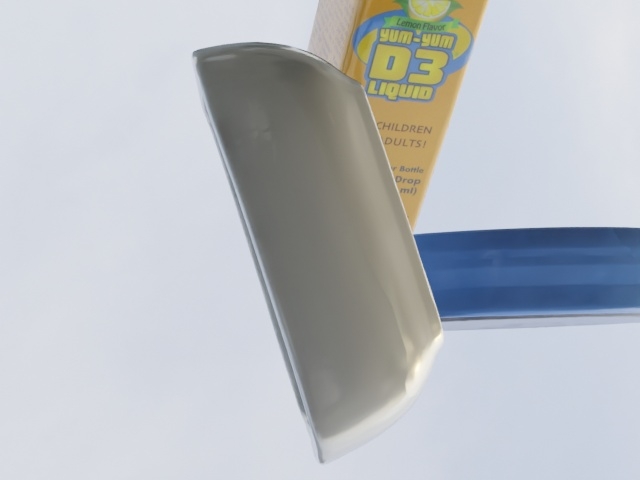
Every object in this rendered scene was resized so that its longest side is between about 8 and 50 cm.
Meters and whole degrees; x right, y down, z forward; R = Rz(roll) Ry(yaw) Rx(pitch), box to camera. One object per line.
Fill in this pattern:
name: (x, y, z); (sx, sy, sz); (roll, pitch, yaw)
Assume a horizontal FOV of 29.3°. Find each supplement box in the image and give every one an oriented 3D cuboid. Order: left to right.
supplement box: (0.036, -0.101, 0.715); (0.078, 0.233, 0.080); (3, -145, -16)

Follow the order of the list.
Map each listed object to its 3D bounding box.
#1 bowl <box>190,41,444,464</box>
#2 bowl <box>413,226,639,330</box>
bowl: (0.000, 0.000, 0.428); (0.053, 0.142, 0.142); (-18, -92, -3)
bowl: (0.174, 0.045, 1.188); (0.391, 0.391, 0.077); (0, -96, -15)
